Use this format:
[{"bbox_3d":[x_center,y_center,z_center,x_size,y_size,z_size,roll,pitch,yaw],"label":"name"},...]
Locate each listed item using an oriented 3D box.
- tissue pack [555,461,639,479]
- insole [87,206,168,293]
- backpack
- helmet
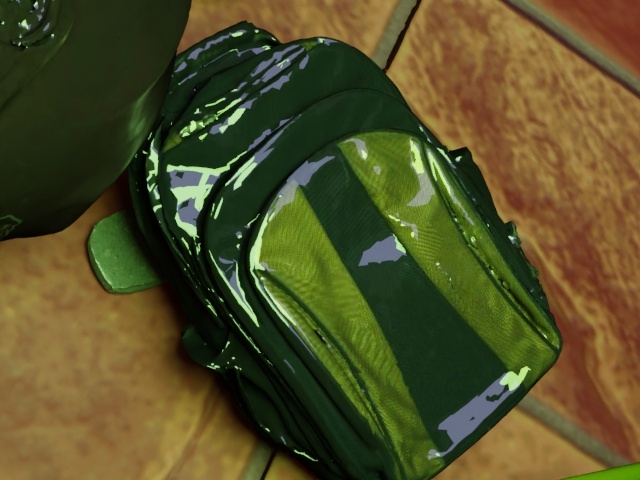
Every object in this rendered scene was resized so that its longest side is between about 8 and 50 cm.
[{"bbox_3d":[0.087,0.244,0.930,0.274,0.200,0.167,-9,46,-30],"label":"tissue pack"},{"bbox_3d":[-0.051,-0.014,1.083,0.192,0.010,0.063,-21,83,-32],"label":"insole"},{"bbox_3d":[0.000,0.000,1.025,0.206,0.133,0.258,-41,108,-26],"label":"backpack"},{"bbox_3d":[-0.164,-0.106,0.943,0.177,0.225,0.305,12,74,-37],"label":"helmet"}]
